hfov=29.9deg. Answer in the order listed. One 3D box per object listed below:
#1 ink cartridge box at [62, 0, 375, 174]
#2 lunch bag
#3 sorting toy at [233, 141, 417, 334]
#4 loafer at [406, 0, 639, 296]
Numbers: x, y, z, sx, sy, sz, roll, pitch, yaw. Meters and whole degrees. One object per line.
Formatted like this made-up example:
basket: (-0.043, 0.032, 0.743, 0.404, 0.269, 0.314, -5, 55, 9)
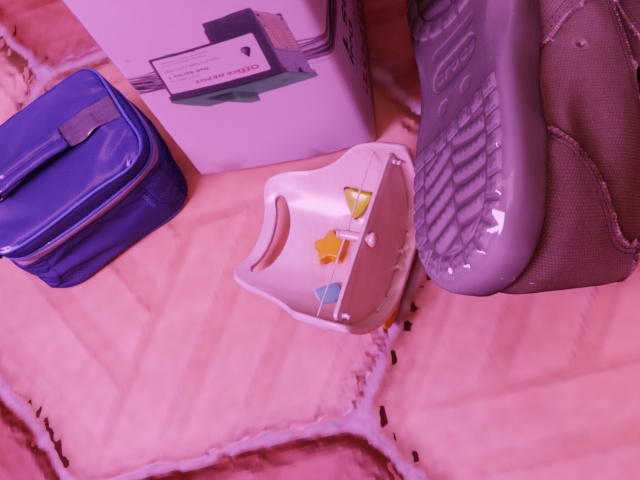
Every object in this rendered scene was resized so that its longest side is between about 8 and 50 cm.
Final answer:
ink cartridge box: (-0.047, -0.146, 0.493, 0.093, 0.219, 0.160, -10, 67, 12)
lunch bag: (-0.120, -0.028, 0.555, 0.098, 0.065, 0.067, -37, 62, 1)
sorting toy: (0.000, 0.000, 0.519, 0.075, 0.045, 0.083, 10, 73, 30)
loafer: (0.092, -0.084, 0.505, 0.087, 0.094, 0.251, 17, 62, -21)
